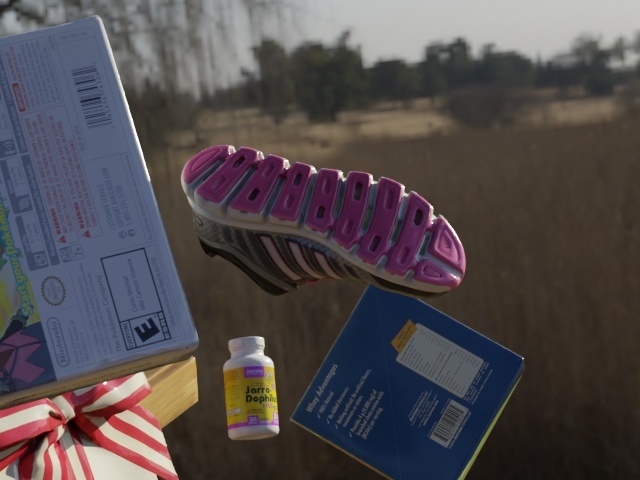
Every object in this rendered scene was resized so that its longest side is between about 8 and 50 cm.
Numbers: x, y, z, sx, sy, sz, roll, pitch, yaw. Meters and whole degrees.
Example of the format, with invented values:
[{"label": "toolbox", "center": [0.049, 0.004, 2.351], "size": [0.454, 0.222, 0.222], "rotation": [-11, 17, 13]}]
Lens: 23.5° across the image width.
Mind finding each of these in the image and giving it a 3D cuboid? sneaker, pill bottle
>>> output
[{"label": "sneaker", "center": [0.000, 0.000, 0.897], "size": [0.170, 0.063, 0.075], "rotation": [17, -37, 4]}, {"label": "pill bottle", "center": [-0.059, 0.125, 1.300], "size": [0.043, 0.083, 0.043], "rotation": [-6, -13, -1]}]

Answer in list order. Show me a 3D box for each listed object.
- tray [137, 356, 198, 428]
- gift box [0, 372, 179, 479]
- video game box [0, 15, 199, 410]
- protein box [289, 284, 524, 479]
[{"label": "tray", "center": [-0.352, 0.235, 1.926], "size": [0.203, 0.076, 0.411], "rotation": [11, 25, 28]}, {"label": "gift box", "center": [-0.287, 0.188, 1.320], "size": [0.258, 0.276, 0.255], "rotation": [-22, 2, 28]}, {"label": "video game box", "center": [-0.186, -0.008, 0.854], "size": [0.187, 0.205, 0.048], "rotation": [-14, -13, -18]}, {"label": "protein box", "center": [0.106, 0.182, 1.824], "size": [0.201, 0.200, 0.136], "rotation": [29, -5, 12]}]
